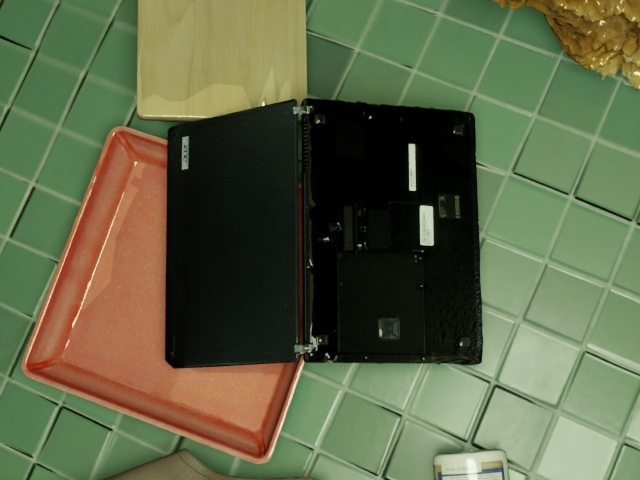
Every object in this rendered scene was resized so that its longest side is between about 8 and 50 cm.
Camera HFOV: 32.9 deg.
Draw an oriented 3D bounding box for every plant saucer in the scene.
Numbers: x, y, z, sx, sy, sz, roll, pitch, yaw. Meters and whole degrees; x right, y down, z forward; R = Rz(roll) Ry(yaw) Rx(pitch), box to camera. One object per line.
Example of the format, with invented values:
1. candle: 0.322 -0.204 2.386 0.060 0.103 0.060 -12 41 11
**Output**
1. plant saucer: -0.122 0.049 1.039 0.259 0.048 0.258 18 84 12

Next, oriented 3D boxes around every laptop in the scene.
1. laptop: 0.000 0.000 0.999 0.264 0.136 0.234 2 81 -17

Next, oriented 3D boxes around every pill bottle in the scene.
1. pill bottle: 0.137 0.247 0.957 0.067 0.067 0.120 -6 80 7

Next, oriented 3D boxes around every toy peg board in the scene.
1. toy peg board: -0.098 -0.188 1.070 0.160 0.079 0.161 0 81 -7

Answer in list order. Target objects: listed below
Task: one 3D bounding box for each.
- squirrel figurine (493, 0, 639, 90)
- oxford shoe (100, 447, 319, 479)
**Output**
1. squirrel figurine: 0.303 -0.341 0.927 0.281 0.370 0.397 58 134 36
2. oxford shoe: -0.166 0.264 0.992 0.364 0.130 0.133 2 48 15
